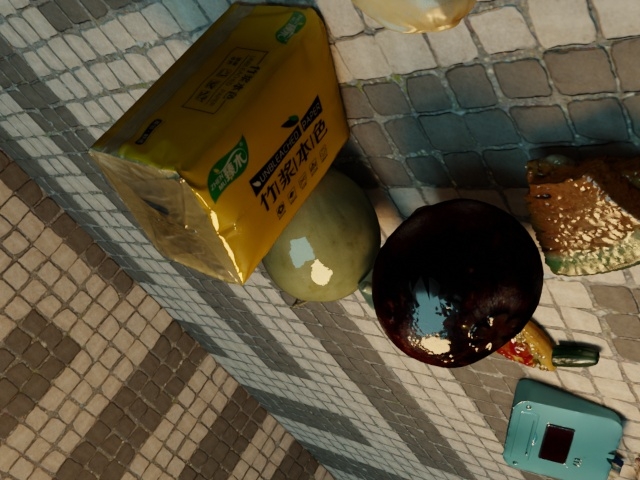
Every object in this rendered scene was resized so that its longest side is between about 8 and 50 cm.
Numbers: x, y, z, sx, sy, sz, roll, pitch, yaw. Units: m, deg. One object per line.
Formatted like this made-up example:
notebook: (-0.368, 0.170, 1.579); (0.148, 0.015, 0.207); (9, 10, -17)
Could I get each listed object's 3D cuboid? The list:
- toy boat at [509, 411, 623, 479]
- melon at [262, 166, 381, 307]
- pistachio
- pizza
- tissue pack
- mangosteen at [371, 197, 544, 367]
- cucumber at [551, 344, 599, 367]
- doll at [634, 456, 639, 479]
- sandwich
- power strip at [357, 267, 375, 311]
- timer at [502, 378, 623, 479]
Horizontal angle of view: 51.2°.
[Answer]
toy boat: (0.617, 0.527, 1.723); (0.295, 0.088, 0.129); (32, 152, 4)
melon: (-0.003, -0.009, 1.346); (0.272, 0.271, 0.308); (22, 167, 22)
pistachio: (0.110, -0.346, 0.852); (0.201, 0.117, 0.145); (36, 115, 12)
pizza: (0.419, 0.232, 1.495); (0.188, 0.062, 0.199); (48, 151, -21)
tissue pack: (-0.140, -0.165, 1.114); (0.228, 0.381, 0.293); (21, 150, 28)
mangosteen: (0.221, 0.061, 1.140); (0.293, 0.297, 0.297); (59, 163, 27)
cucumber: (0.538, 0.243, 1.400); (0.105, 0.048, 0.048); (-8, 132, 46)
doll: (0.793, 0.556, 1.608); (0.084, 0.073, 0.127); (55, 170, 37)
sandwich: (0.417, -0.043, 1.000); (0.292, 0.109, 0.212); (-2, 136, 50)
power strip: (0.220, 0.145, 1.372); (0.385, 0.062, 0.091); (25, -158, -38)
timer: (0.585, 0.471, 1.625); (0.250, 0.091, 0.231); (13, 122, 17)
